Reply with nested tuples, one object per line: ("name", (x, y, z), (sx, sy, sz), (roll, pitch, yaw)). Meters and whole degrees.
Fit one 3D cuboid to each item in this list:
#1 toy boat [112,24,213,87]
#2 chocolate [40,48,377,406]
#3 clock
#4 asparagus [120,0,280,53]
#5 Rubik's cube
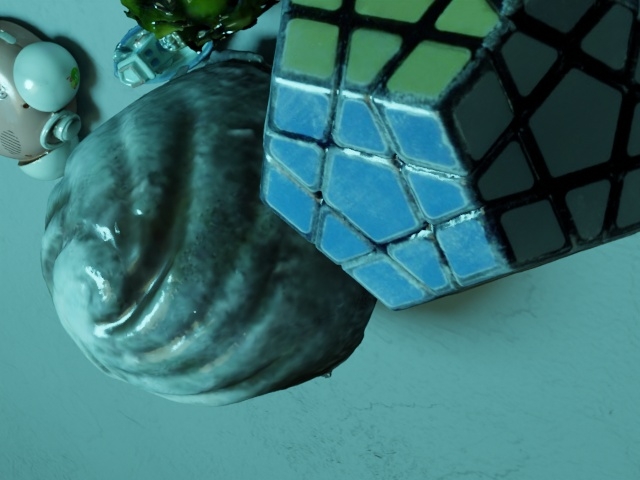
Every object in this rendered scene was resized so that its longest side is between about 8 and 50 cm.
("toy boat", (-0.146, -0.167, 1.377), (0.140, 0.066, 0.059), (-17, 118, 50))
("chocolate", (-0.119, 0.008, 1.278), (0.303, 0.213, 0.303), (23, 124, 38))
("clock", (-0.312, -0.140, 1.535), (0.162, 0.093, 0.166), (27, 140, 14))
("asparagus", (-0.181, -0.317, 1.223), (0.382, 0.108, 0.128), (54, 149, -14))
("Rubik's cube", (0.101, -0.106, 1.047), (0.319, 0.264, 0.319), (24, 140, 22))
